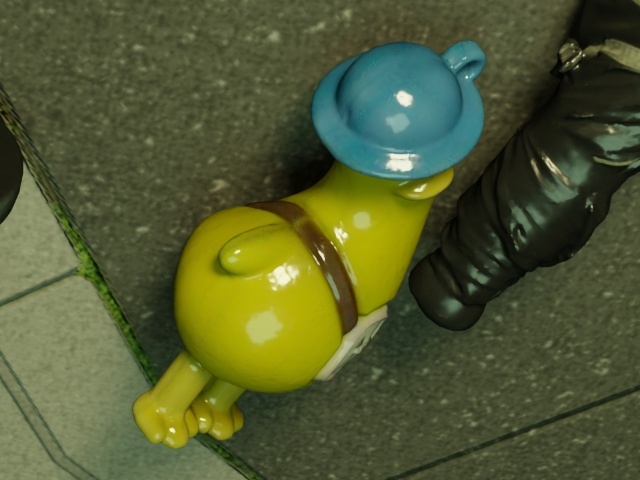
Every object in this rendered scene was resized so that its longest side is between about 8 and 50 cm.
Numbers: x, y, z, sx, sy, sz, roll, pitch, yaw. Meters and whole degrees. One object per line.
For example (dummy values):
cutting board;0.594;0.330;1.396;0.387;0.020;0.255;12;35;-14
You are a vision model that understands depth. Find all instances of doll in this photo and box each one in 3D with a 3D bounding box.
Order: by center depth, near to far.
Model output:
doll;0.000;0.000;1.171;0.363;0.145;0.199;-52;156;24

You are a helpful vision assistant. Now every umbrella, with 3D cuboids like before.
umbrella;0.179;-0.078;1.115;0.113;0.106;0.358;31;121;-15

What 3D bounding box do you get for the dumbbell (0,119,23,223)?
dumbbell;-0.290;0.000;1.139;0.143;0.143;0.325;13;128;-13
